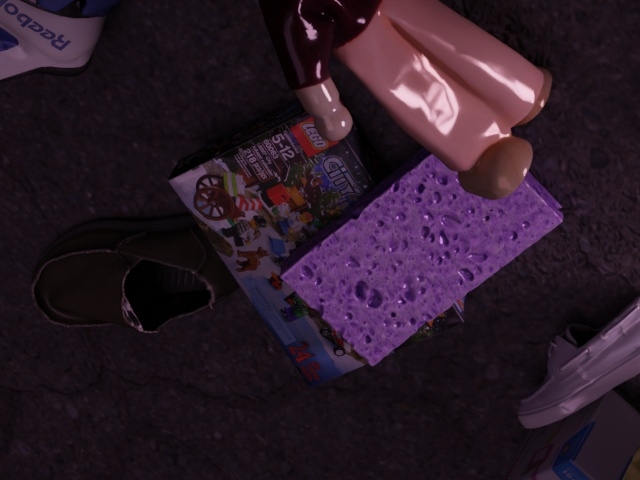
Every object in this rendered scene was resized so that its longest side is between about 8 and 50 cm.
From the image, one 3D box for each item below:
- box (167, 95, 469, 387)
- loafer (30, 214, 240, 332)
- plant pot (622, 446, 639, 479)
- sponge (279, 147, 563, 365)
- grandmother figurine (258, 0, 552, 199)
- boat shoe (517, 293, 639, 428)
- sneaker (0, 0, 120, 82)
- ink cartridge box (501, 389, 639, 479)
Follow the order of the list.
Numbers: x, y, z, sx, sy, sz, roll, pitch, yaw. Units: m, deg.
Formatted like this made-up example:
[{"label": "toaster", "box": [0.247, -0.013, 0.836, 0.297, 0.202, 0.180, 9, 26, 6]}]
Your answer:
[{"label": "box", "box": [0.000, 0.000, 1.631, 0.159, 0.044, 0.233, -25, 111, 24]}, {"label": "loafer", "box": [-0.173, 0.034, 1.734, 0.251, 0.087, 0.094, -14, 117, 33]}, {"label": "plant pot", "box": [0.405, 0.280, 1.548, 0.294, 0.274, 0.274, 20, 132, -7]}, {"label": "sponge", "box": [0.082, 0.001, 1.572, 0.210, 0.031, 0.117, -39, 107, 19]}, {"label": "grandmother figurine", "box": [0.028, -0.177, 1.399, 0.342, 0.207, 0.104, 35, 140, -31]}, {"label": "boat shoe", "box": [0.226, 0.097, 1.606, 0.063, 0.066, 0.184, 53, 132, 0]}, {"label": "sneaker", "box": [-0.312, -0.217, 1.588, 0.316, 0.127, 0.182, 26, 129, 4]}, {"label": "ink cartridge box", "box": [0.214, 0.190, 1.647, 0.052, 0.088, 0.122, 41, 144, -7]}]
